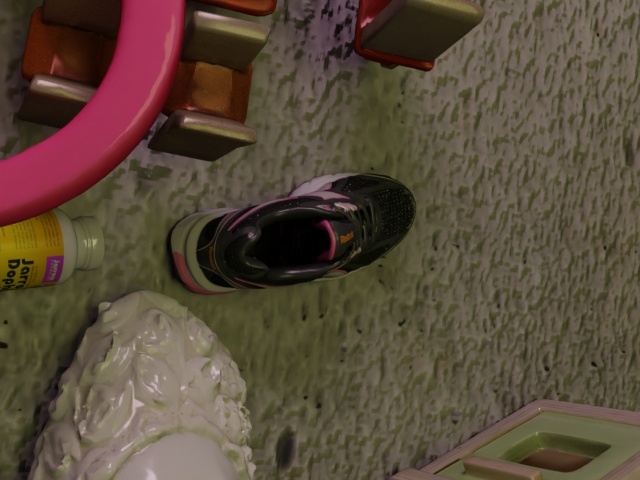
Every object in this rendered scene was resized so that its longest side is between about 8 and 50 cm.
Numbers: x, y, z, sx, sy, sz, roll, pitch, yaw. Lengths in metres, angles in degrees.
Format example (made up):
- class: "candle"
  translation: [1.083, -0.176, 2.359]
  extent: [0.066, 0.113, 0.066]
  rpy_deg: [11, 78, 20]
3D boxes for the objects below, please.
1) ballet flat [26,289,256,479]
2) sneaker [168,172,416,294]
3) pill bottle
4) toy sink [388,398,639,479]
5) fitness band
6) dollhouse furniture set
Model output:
- class: "ballet flat"
  translation: [-0.095, 0.231, 0.531]
  extent: [0.147, 0.147, 0.409]
  rpy_deg: [19, 77, -35]
- class: "sneaker"
  translation: [0.000, 0.000, 0.640]
  extent: [0.178, 0.077, 0.072]
  rpy_deg: [-20, 102, -36]
- class: "pill bottle"
  translation: [-0.160, 0.004, 0.541]
  extent: [0.083, 0.043, 0.043]
  rpy_deg: [-6, 92, -37]
- class: "toy sink"
  translation: [0.144, 0.211, 0.698]
  extent: [0.234, 0.153, 0.131]
  rpy_deg: [-22, 102, -34]
- class: "fitness band"
  translation: [-0.187, -0.144, 0.451]
  extent: [0.209, 0.054, 0.291]
  rpy_deg: [-32, 91, -10]
- class: "dollhouse furniture set"
  translation: [-0.042, -0.173, 0.595]
  extent: [0.259, 0.135, 0.262]
  rpy_deg: [11, 82, -20]
